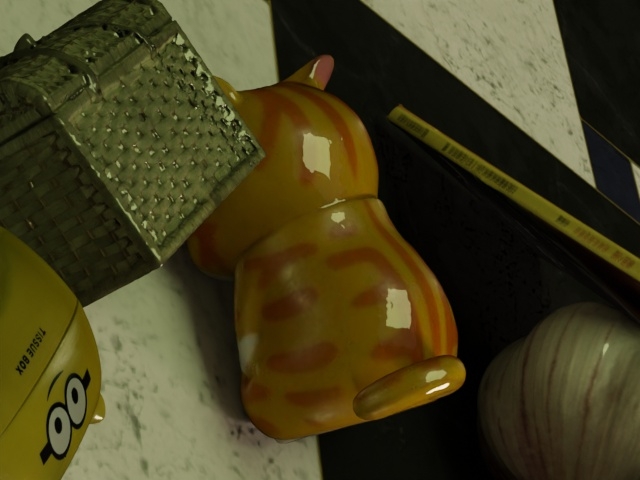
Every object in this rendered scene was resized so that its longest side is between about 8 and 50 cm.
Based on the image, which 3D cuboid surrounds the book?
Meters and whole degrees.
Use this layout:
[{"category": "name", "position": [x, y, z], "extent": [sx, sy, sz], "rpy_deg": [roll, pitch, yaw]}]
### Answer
[{"category": "book", "position": [0.234, 0.018, 1.663], "extent": [0.262, 0.028, 0.374], "rpy_deg": [39, 0, -40]}]

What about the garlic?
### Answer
[{"category": "garlic", "position": [0.216, 0.191, 1.540], "extent": [0.245, 0.245, 0.253], "rpy_deg": [43, 64, -29]}]

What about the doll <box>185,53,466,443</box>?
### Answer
[{"category": "doll", "position": [-0.007, 0.017, 1.358], "extent": [0.167, 0.162, 0.269], "rpy_deg": [-11, 66, -54]}]

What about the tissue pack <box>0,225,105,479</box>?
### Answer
[{"category": "tissue pack", "position": [-0.191, 0.088, 1.017], "extent": [0.127, 0.123, 0.178], "rpy_deg": [58, 26, -19]}]

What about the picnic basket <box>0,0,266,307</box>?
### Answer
[{"category": "picnic basket", "position": [-0.154, -0.056, 1.209], "extent": [0.154, 0.134, 0.196], "rpy_deg": [58, 28, -10]}]
